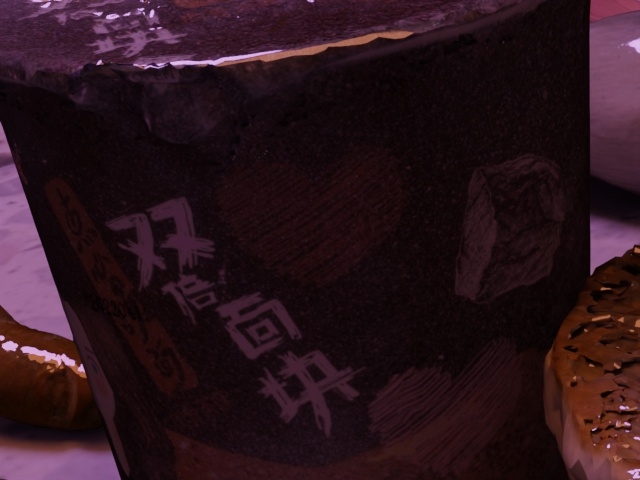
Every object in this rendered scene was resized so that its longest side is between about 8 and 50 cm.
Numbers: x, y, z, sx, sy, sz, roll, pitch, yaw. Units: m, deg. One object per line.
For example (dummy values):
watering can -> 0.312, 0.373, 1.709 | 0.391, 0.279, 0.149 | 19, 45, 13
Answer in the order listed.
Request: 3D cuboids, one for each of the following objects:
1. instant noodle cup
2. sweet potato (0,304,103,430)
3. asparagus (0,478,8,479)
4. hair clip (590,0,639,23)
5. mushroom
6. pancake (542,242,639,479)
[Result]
instant noodle cup -> 0.000, 0.000, 0.584 | 0.217, 0.207, 0.217 | -8, 24, 3
sweet potato -> -0.232, 0.041, 0.765 | 0.346, 0.079, 0.108 | -2, 53, 15
asparagus -> -0.241, 0.131, 0.496 | 0.108, 0.128, 0.382 | -46, -6, 40
hair clip -> 0.126, -0.154, 1.026 | 0.138, 0.102, 0.123 | -4, 27, 13
mushroom -> 0.136, -0.064, 0.842 | 0.225, 0.093, 0.116 | -5, 10, 36
pancake -> 0.248, 0.057, 0.466 | 0.387, 0.082, 0.387 | 1, 19, 0
